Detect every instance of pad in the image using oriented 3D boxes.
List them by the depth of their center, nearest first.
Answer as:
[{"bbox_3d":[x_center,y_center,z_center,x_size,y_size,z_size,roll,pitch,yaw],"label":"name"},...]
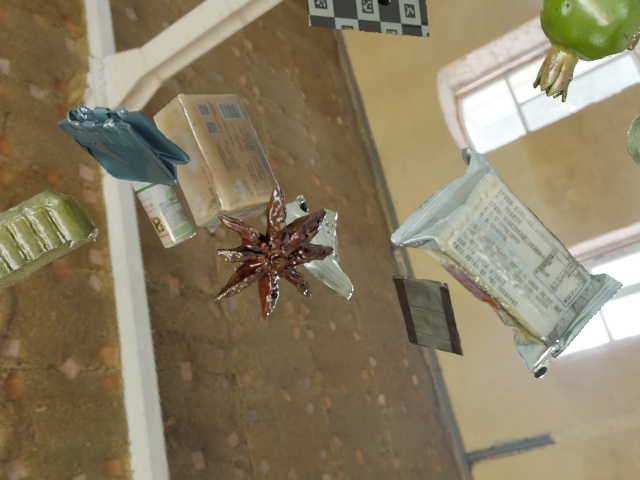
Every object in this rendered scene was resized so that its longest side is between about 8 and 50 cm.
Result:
[{"bbox_3d":[0.280,0.194,1.626,0.022,0.174,0.233,-41,-57,-37],"label":"pad"}]

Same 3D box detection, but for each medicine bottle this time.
[{"bbox_3d":[-0.378,-0.079,1.509,0.183,0.086,0.086,64,-154,-10],"label":"medicine bottle"}]

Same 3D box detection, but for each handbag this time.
[{"bbox_3d":[-0.373,-0.186,1.178,0.179,0.229,0.062,52,-122,-44],"label":"handbag"}]

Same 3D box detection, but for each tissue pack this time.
[{"bbox_3d":[-0.277,-0.186,1.569,0.238,0.239,0.305,-12,-103,-63],"label":"tissue pack"}]

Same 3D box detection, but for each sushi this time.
[{"bbox_3d":[0.079,-0.631,1.391,0.343,0.064,0.359,-9,-88,-34],"label":"sushi"}]

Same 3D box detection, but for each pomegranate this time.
[{"bbox_3d":[0.576,-0.461,1.384,0.236,0.301,0.236,29,-156,-14],"label":"pomegranate"}]

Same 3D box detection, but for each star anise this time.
[{"bbox_3d":[-0.100,0.028,1.261,0.288,0.288,0.088,51,175,-27],"label":"star anise"}]

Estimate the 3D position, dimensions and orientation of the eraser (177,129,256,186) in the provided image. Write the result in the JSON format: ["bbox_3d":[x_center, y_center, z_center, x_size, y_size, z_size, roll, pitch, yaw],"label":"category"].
[{"bbox_3d":[-0.347,-0.296,1.893,0.086,0.287,0.130,52,177,37],"label":"eraser"}]

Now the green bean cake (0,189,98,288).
[{"bbox_3d":[-0.593,-0.004,1.285,0.124,0.236,0.233,60,166,-7],"label":"green bean cake"}]

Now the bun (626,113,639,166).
[{"bbox_3d":[0.681,-0.170,1.200,0.195,0.196,0.118,-73,-5,-53],"label":"bun"}]

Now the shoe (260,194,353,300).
[{"bbox_3d":[0.000,0.000,1.523,0.316,0.159,0.124,42,173,25],"label":"shoe"}]

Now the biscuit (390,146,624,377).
[{"bbox_3d":[0.263,0.035,0.876,0.309,0.186,0.079,41,175,-13],"label":"biscuit"}]
